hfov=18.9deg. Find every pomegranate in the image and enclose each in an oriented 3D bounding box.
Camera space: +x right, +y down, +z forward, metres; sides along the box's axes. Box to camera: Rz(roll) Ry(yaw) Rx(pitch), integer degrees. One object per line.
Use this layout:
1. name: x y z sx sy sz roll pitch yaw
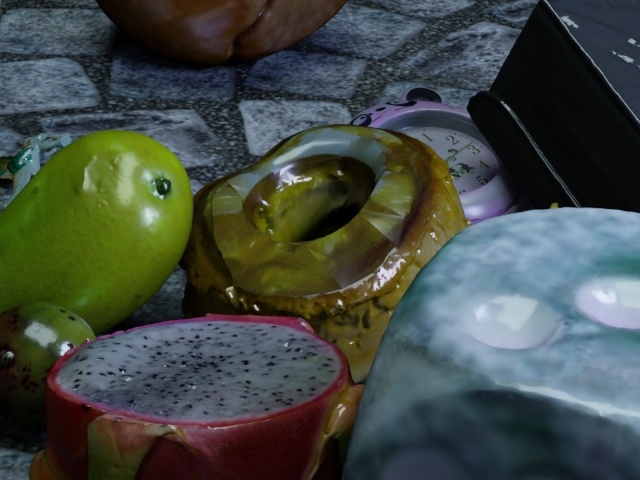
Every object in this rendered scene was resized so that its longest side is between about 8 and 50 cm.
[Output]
1. pomegranate: -0.264 0.121 1.810 0.130 0.130 0.130 3 28 -1

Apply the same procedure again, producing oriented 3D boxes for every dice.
1. dice: 0.215 0.189 1.498 0.328 0.330 0.348 14 31 20

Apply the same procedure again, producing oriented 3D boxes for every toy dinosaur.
1. toy dinosaur: -0.356 -0.086 2.268 0.106 0.044 0.187 4 38 31

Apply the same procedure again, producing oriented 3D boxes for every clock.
1. clock: 0.125 -0.075 2.203 0.227 0.090 0.248 -25 47 -27

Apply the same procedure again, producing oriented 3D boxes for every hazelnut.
1. hazelnut: -0.133 -0.393 2.613 0.372 0.315 0.372 -7 0 0

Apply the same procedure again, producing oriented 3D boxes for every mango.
1. mango: -0.241 0.011 1.915 0.273 0.149 0.185 -45 51 4

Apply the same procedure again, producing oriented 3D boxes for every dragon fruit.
1. dragon fruit: -0.102 0.185 1.641 0.290 0.189 0.290 2 19 -1

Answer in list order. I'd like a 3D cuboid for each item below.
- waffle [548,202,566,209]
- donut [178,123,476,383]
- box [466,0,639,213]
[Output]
1. waffle: 0.201 0.059 1.922 0.238 0.059 0.243 -30 20 6
2. donut: 0.000 0.000 1.957 0.330 0.160 0.330 -13 33 9
3. box: 0.372 -0.104 2.074 0.251 0.204 0.345 -15 58 -33
